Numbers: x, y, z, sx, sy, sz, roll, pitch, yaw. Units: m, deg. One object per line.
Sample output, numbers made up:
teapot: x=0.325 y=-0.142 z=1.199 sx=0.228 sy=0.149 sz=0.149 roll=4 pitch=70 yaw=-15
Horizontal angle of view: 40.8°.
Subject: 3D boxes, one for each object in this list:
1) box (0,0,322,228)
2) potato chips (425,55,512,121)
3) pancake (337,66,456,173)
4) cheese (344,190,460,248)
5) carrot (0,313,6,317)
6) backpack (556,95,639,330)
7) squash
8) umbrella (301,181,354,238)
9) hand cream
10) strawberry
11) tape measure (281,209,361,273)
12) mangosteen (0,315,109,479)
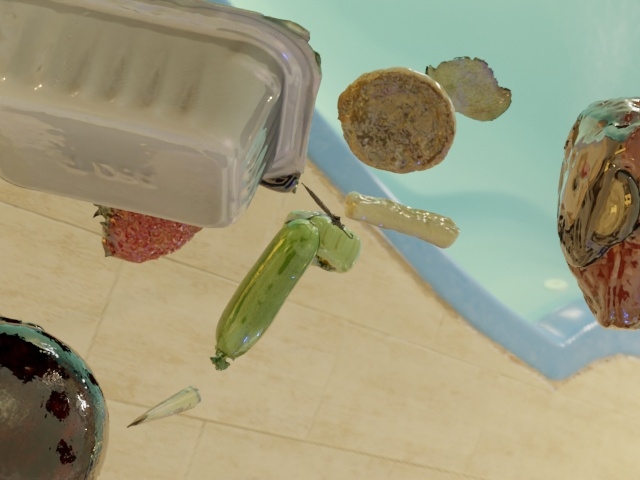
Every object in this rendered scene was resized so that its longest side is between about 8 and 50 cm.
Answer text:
box: x=-0.179 y=-0.103 z=0.761 sx=0.337 sy=0.264 sz=0.106 roll=13 pitch=64 yaw=0
potato chips: x=0.297 y=-0.303 z=1.700 sx=0.209 sy=0.026 sz=0.142 roll=6 pitch=136 yaw=-16
pancake: x=0.086 y=-0.131 z=0.958 sx=0.139 sy=0.139 sz=0.022 roll=61 pitch=33 yaw=-29
cheese: x=0.130 y=-0.035 z=1.378 sx=0.194 sy=0.065 sz=0.043 roll=16 pitch=120 yaw=-13
carrot: x=-0.680 y=0.208 z=1.483 sx=0.196 sy=0.196 sz=0.254 roll=29 pitch=89 yaw=-38
backpack: x=0.294 y=-0.020 z=0.793 sx=0.229 sy=0.139 sz=0.229 roll=3 pitch=90 yaw=-83
squash: x=-0.119 y=0.112 z=1.703 sx=0.101 sy=0.101 sz=0.378 roll=16 pitch=118 yaw=-39
umbrella: x=0.011 y=-0.056 z=1.615 sx=0.022 sy=0.149 sz=0.022 roll=-49 pitch=169 yaw=26
hand cream: x=-0.266 y=0.292 z=1.496 sx=0.143 sy=0.061 sz=0.039 roll=-19 pitch=82 yaw=-50
strawberry: x=-0.233 y=-0.038 z=1.179 sx=0.148 sy=0.131 sz=0.131 roll=-16 pitch=109 yaw=-23
tape measure: x=0.000 y=0.000 z=1.799 sx=0.200 sy=0.175 sz=0.106 roll=76 pitch=36 yaw=-70
mangosteen: x=-0.310 y=0.200 z=0.773 sx=0.228 sy=0.228 sz=0.265 roll=30 pitch=60 yaw=-37
